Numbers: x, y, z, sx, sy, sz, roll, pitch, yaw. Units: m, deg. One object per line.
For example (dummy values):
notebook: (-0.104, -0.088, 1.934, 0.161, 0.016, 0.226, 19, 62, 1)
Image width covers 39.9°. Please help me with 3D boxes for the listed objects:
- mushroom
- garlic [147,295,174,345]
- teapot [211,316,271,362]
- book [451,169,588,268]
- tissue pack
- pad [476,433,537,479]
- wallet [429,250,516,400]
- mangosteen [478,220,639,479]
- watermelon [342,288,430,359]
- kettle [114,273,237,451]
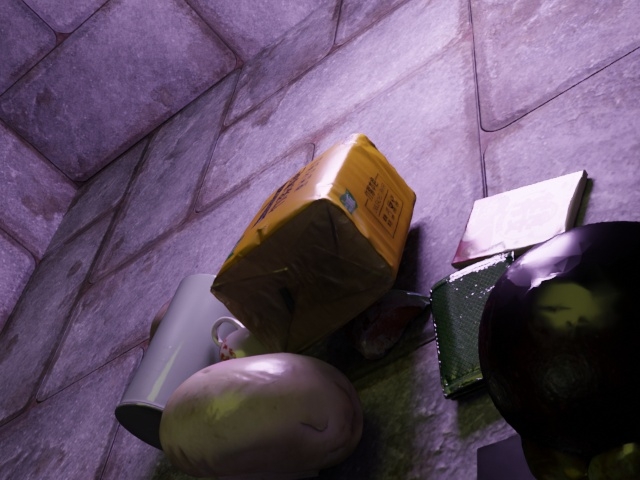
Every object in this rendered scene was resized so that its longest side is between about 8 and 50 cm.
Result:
mushroom: (-0.114, 0.309, 1.379, 0.356, 0.315, 0.315, -48, 25, 9)
garlic: (-0.307, 0.160, 2.114, 0.266, 0.128, 0.148, -42, 36, -18)
teapot: (-0.115, 0.215, 1.623, 0.245, 0.159, 0.116, 36, 119, 39)
book: (0.339, -0.034, 1.512, 0.232, 0.022, 0.162, -17, 38, 45)
tissue pack: (0.000, 0.000, 1.628, 0.293, 0.228, 0.382, -37, 13, 24)
pad: (0.250, 0.329, 1.136, 0.116, 0.004, 0.193, -29, 31, 30)
wallet: (0.252, 0.130, 1.366, 0.160, 0.055, 0.236, -30, 36, 23)
mangosteen: (0.336, 0.132, 0.968, 0.330, 0.330, 0.330, -34, 28, 21)
watermelon: (0.102, 0.143, 1.554, 0.187, 0.071, 0.139, -24, 37, 36)
kettle: (-0.227, 0.259, 1.762, 0.205, 0.265, 0.318, 116, 179, -54)
